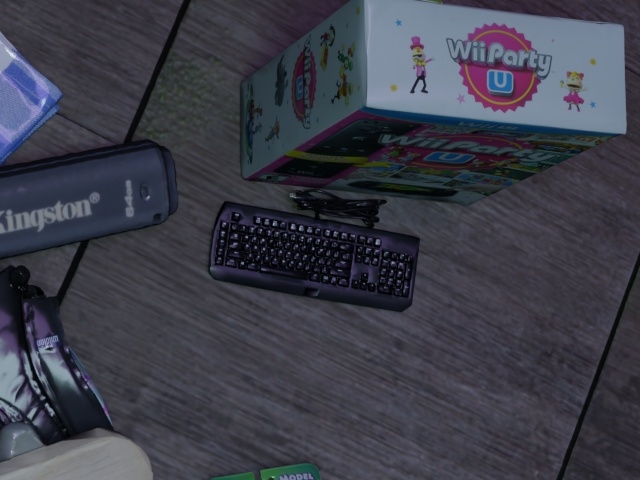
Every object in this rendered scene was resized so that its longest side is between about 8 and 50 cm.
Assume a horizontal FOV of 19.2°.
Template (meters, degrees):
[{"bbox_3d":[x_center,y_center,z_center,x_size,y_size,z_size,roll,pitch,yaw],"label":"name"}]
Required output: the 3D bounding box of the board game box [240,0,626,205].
[{"bbox_3d":[0.083,-0.110,1.569,0.224,0.303,0.097,5,78,-19],"label":"board game box"}]

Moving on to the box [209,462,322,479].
[{"bbox_3d":[-0.039,0.282,1.590,0.105,0.043,0.179,-6,84,-21],"label":"box"}]

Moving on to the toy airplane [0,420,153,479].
[{"bbox_3d":[-0.328,0.259,1.311,0.386,0.272,0.384,27,68,-28],"label":"toy airplane"}]

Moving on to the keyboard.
[{"bbox_3d":[0.000,0.000,1.661,0.192,0.038,0.100,10,76,-19],"label":"keyboard"}]

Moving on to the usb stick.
[{"bbox_3d":[-0.248,-0.025,1.553,0.278,0.045,0.077,-13,101,-29],"label":"usb stick"}]

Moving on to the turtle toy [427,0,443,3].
[{"bbox_3d":[0.065,-0.181,1.704,0.130,0.066,0.095,-19,85,-22],"label":"turtle toy"}]

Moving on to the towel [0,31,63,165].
[{"bbox_3d":[-0.375,-0.151,1.553,0.285,0.034,0.209,46,69,-7],"label":"towel"}]

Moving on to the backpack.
[{"bbox_3d":[-0.242,0.128,1.505,0.152,0.115,0.182,-39,97,-9],"label":"backpack"}]
